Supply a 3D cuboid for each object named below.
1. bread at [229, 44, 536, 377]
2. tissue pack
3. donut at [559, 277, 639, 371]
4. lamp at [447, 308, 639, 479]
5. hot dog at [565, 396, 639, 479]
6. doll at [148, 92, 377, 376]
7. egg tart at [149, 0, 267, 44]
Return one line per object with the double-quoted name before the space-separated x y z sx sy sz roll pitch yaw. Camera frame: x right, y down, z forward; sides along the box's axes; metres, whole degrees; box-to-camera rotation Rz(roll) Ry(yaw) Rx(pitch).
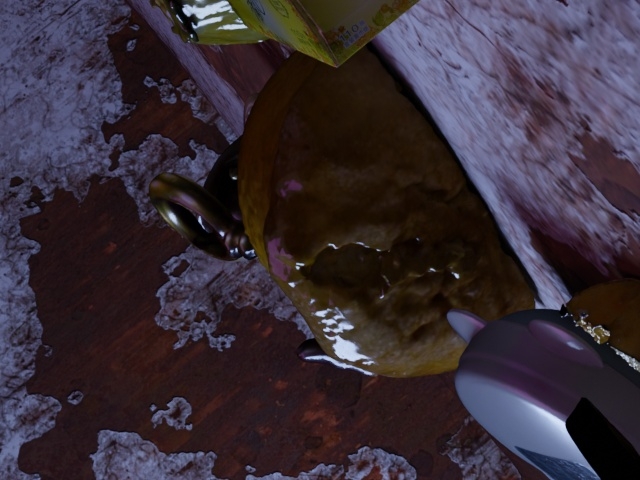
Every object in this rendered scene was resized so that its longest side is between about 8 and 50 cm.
"bread" 0.033 -0.010 1.031 0.340 0.179 0.194 54 176 -35
"tissue pack" 0.001 -0.155 0.624 0.062 0.095 0.176 53 176 -23
"donut" 0.189 0.059 0.747 0.038 0.067 0.083 34 150 -27
"lamp" 0.208 0.136 0.907 0.246 0.108 0.179 49 164 -20
"hot dog" 0.269 0.161 0.516 0.326 0.107 0.194 41 -173 -6
"doll" -0.002 0.004 1.344 0.340 0.209 0.318 42 -175 31
"egg tart" -0.105 -0.241 0.867 0.315 0.120 0.315 51 177 4
